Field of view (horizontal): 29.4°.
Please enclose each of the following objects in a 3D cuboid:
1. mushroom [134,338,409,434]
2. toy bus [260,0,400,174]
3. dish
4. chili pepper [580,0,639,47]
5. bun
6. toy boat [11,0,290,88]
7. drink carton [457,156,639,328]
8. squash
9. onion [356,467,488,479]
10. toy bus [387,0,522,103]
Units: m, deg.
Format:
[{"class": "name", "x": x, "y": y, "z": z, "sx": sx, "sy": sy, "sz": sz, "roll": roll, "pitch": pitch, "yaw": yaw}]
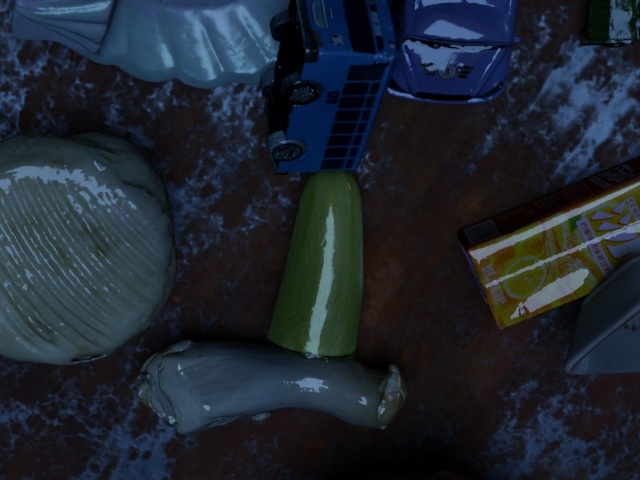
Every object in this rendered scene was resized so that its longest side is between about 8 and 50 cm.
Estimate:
[{"class": "mushroom", "x": -0.048, "y": 0.146, "z": 1.232, "sx": 0.277, "sy": 0.096, "sz": 0.099, "roll": 2, "pitch": 109, "yaw": -6}, {"class": "toy bus", "x": 0.006, "y": -0.144, "z": 1.092, "sx": 0.106, "sy": 0.090, "sz": 0.185, "roll": -1, "pitch": 150, "yaw": -12}, {"class": "dish", "x": 0.351, "y": 0.066, "z": 1.193, "sx": 0.234, "sy": 0.064, "sz": 0.154, "roll": 2, "pitch": 145, "yaw": -32}, {"class": "chili pepper", "x": 0.282, "y": -0.295, "z": 1.119, "sx": 0.088, "sy": 0.059, "sz": 0.227, "roll": -3, "pitch": 105, "yaw": 5}, {"class": "bun", "x": -0.252, "y": 0.004, "z": 1.160, "sx": 0.239, "sy": 0.141, "sz": 0.239, "roll": -2, "pitch": 111, "yaw": -6}, {"class": "toy boat", "x": -0.125, "y": -0.225, "z": 1.081, "sx": 0.290, "sy": 0.100, "sz": 0.199, "roll": -1, "pitch": 149, "yaw": -23}, {"class": "drink carton", "x": 0.257, "y": -0.001, "z": 1.202, "sx": 0.222, "sy": 0.071, "sz": 0.096, "roll": -23, "pitch": 106, "yaw": 5}, {"class": "squash", "x": 0.000, "y": 0.000, "z": 1.200, "sx": 0.094, "sy": 0.094, "sz": 0.224, "roll": 4, "pitch": 100, "yaw": -2}, {"class": "onion", "x": 0.089, "y": 0.395, "z": 1.203, "sx": 0.353, "sy": 0.354, "sz": 0.354, "roll": 0, "pitch": 107, "yaw": -1}, {"class": "toy bus", "x": 0.124, "y": -0.262, "z": 1.085, "sx": 0.125, "sy": 0.133, "sz": 0.292, "roll": 4, "pitch": 107, "yaw": -3}]
